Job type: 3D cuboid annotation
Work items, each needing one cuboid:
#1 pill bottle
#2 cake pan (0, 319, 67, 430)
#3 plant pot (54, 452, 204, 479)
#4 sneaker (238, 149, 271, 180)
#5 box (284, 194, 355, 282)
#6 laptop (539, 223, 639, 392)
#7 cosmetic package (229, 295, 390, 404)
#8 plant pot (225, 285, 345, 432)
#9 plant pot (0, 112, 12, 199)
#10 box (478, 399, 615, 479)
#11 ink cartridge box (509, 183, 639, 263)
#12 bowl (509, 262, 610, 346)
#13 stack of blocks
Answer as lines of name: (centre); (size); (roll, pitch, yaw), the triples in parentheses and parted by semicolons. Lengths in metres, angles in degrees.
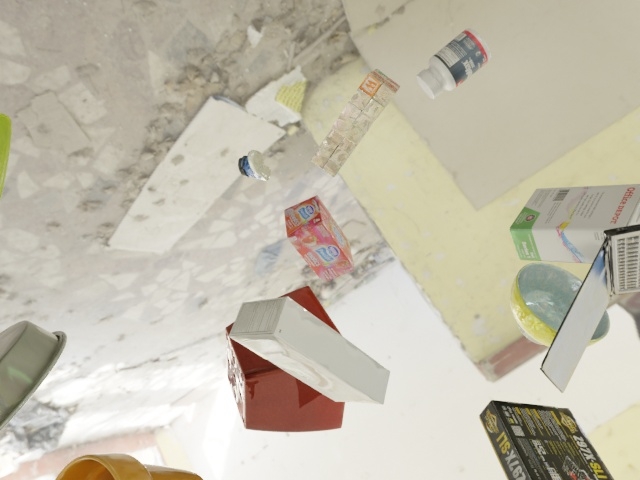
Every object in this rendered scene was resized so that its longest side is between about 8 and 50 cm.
pill bottle: (0.356, -0.473, 1.322); (0.180, 0.108, 0.108); (-38, 159, 9)
cake pan: (-0.477, 0.219, 0.649); (0.293, 0.054, 0.293); (-31, -156, 15)
plant pot: (-0.269, 0.418, 0.718); (0.205, 0.205, 0.188); (-40, 147, 17)
sneaker: (-0.196, -0.210, 1.344); (0.152, 0.084, 0.058); (46, 58, -75)
box: (0.000, 0.000, 1.529); (0.122, 0.128, 0.257); (-23, 135, 14)
laptop: (0.647, 0.142, 0.947); (0.407, 0.236, 0.382); (-13, 153, 27)
cosmetic package: (-0.008, 0.165, 0.707); (0.098, 0.060, 0.239); (-11, 138, 43)
plant pot: (-0.097, 0.308, 1.193); (0.235, 0.267, 0.267); (-10, 123, -22)
plant pot: (-0.426, 0.001, 0.436); (0.227, 0.207, 0.228); (6, 156, -42)
box: (0.566, 0.548, 1.180); (0.257, 0.322, 0.079); (12, 122, -17)
ink cartridge box: (0.674, -0.044, 1.267); (0.278, 0.117, 0.201); (3, -141, 48)
bowl: (0.684, 0.222, 1.465); (0.289, 0.289, 0.156); (-19, 146, -34)
stack of blocks: (0.094, -0.326, 1.372); (0.297, 0.087, 0.171); (-52, -176, 27)
